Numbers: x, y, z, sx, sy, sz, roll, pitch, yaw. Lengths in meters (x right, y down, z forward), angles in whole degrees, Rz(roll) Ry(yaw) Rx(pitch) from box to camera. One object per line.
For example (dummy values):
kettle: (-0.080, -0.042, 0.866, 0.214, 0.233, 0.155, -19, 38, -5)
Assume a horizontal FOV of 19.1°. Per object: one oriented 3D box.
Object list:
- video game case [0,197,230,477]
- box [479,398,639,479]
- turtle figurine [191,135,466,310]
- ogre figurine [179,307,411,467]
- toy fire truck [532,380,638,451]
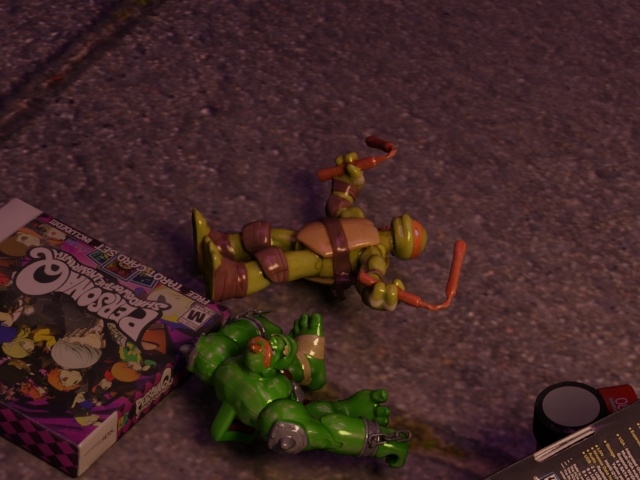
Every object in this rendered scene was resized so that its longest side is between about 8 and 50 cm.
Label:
video game case: (-0.225, 0.072, 1.550, 0.232, 0.042, 0.210, 27, 42, 20)
box: (0.268, 0.289, 1.208, 0.318, 0.097, 0.395, -23, 77, -33)
turtle figurine: (0.000, 0.000, 1.658, 0.217, 0.087, 0.269, -5, 37, -10)
ogre figurine: (-0.027, 0.119, 1.501, 0.118, 0.097, 0.197, -3, 52, -45)
toy fire truck: (0.296, 0.213, 1.429, 0.246, 0.158, 0.217, -9, 40, -7)
